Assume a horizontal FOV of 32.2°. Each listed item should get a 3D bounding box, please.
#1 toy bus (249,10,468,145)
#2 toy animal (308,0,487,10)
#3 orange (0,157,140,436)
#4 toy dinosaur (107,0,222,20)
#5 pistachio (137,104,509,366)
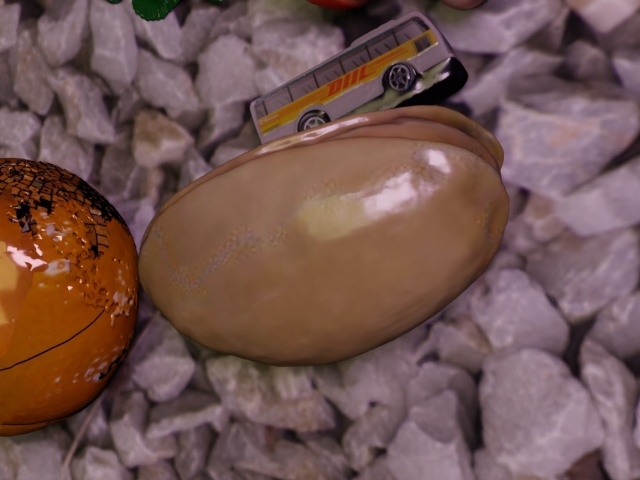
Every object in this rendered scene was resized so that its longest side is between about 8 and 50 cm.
[{"bbox_3d":[0.029,-0.117,0.887,0.172,0.057,0.072,-28,69,15],"label":"toy bus"},{"bbox_3d":[0.053,-0.251,0.835,0.197,0.171,0.171,10,90,16],"label":"toy animal"},{"bbox_3d":[-0.263,0.047,0.918,0.234,0.182,0.235,0,92,7],"label":"orange"},{"bbox_3d":[-0.138,-0.219,0.970,0.119,0.029,0.060,22,109,13],"label":"toy dinosaur"},{"bbox_3d":[0.000,0.000,0.828,0.293,0.162,0.182,-18,122,20],"label":"pistachio"}]
